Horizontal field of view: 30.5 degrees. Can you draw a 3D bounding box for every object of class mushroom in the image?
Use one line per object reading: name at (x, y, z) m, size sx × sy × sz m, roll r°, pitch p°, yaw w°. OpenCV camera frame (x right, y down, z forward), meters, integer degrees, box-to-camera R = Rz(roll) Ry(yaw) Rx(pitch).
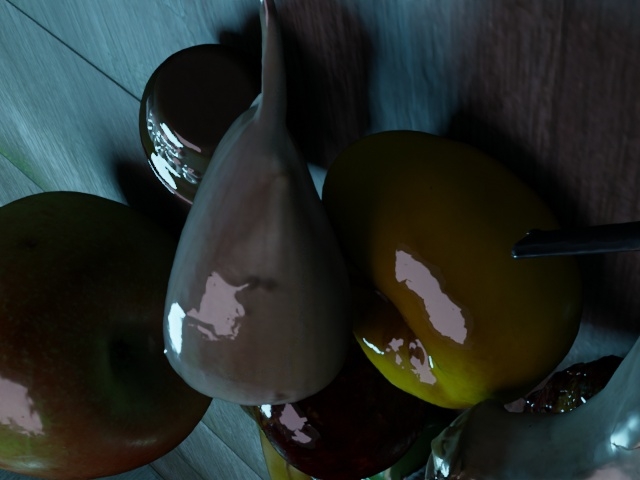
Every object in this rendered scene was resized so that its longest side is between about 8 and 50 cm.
mushroom at (0.142, 0.097, 0.575) m, size 0.223 × 0.081 × 0.092 m, roll -38°, pitch 84°, yaw 43°

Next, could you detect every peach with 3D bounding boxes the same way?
peach at (0.067, 0.017, 0.675) m, size 0.179 × 0.103 × 0.179 m, roll 42°, pitch 156°, yaw 23°

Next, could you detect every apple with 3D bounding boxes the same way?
apple at (-0.258, 0.102, 1.247) m, size 0.277 × 0.319 × 0.319 m, roll -11°, pitch 120°, yaw 49°

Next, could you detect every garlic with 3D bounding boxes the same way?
garlic at (-0.032, -0.001, 0.638) m, size 0.148 × 0.128 × 0.266 m, roll 52°, pitch 150°, yaw 24°

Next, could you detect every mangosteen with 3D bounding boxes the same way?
mangosteen at (-0.002, 0.118, 0.913) m, size 0.181 × 0.146 × 0.156 m, roll -20°, pitch 140°, yaw 34°

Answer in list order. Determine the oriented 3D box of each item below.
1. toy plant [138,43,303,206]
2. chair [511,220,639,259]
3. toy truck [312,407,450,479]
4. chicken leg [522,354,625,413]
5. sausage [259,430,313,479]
toy plant at (-0.069, -0.073, 0.808) m, size 0.143 × 0.105 × 0.200 m, roll 55°, pitch 174°, yaw 8°
chair at (0.209, 0.027, 0.320) m, size 0.159 × 0.172 × 0.247 m, roll 56°, pitch 167°, yaw -17°
toy truck at (0.064, 0.183, 1.019) m, size 0.242 × 0.101 × 0.125 m, roll 35°, pitch 145°, yaw 41°
chicken leg at (0.185, 0.112, 0.663) m, size 0.105 × 0.063 × 0.234 m, roll 47°, pitch 161°, yaw -8°
sausage at (-0.013, 0.211, 1.221) m, size 0.112 × 0.112 × 0.328 m, roll 38°, pitch 158°, yaw 28°
